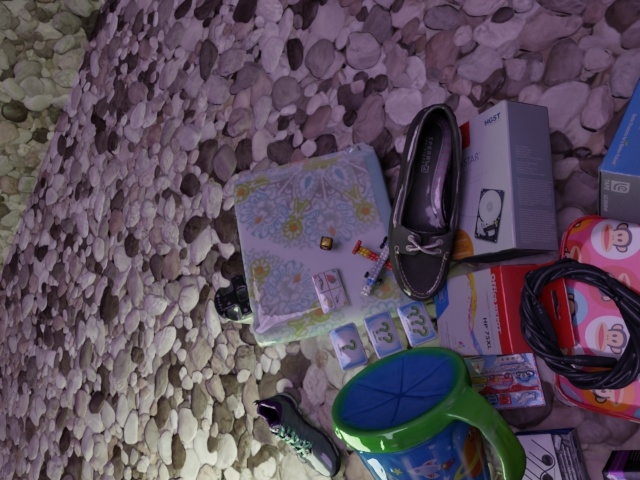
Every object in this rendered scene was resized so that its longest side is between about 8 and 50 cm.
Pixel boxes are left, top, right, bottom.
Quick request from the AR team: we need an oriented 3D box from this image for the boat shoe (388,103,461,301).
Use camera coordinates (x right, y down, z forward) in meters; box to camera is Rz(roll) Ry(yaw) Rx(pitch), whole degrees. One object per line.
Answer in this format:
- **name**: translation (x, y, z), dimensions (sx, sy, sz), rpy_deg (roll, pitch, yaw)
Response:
- **boat shoe**: translation (0.174, -0.062, 0.846), dimensions (0.112, 0.095, 0.336), rpy_deg (5, 91, 8)

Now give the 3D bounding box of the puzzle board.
- **puzzle board**: translation (0.313, 0.242, 0.878), dimensions (0.128, 0.011, 0.097), rpy_deg (-19, 72, 33)

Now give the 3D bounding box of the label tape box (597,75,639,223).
- **label tape box**: translation (0.558, -0.113, 0.623), dimensions (0.333, 0.106, 0.241), rpy_deg (17, 62, 38)

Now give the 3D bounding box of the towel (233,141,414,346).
- **towel**: translation (0.000, 0.000, 1.027), dimensions (0.320, 0.090, 0.375), rpy_deg (-14, 69, 6)

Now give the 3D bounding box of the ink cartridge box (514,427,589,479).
- **ink cartridge box**: translation (0.371, 0.406, 0.786), dimensions (0.097, 0.046, 0.207), rpy_deg (-20, 71, 34)

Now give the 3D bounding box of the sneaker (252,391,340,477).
- **sneaker**: translation (-0.058, 0.420, 1.076), dimensions (0.223, 0.098, 0.083), rpy_deg (37, 105, 35)

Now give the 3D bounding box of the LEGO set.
- **LEGO set**: translation (0.084, 0.087, 0.908), dimensions (0.182, 0.060, 0.245), rpy_deg (-19, 74, -1)

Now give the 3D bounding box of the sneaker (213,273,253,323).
- **sneaker**: translation (-0.059, 0.098, 1.125), dimensions (0.330, 0.146, 0.123), rpy_deg (-20, 64, 7)

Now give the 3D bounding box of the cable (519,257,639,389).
- **cable**: translation (0.353, 0.110, 0.693), dimensions (0.184, 0.047, 0.151), rpy_deg (41, 101, 27)

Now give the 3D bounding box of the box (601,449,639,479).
- **box**: translation (0.475, 0.307, 0.678), dimensions (0.162, 0.116, 0.029), rpy_deg (-19, 74, 34)

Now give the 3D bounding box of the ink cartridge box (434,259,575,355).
- **ink cartridge box**: translation (0.281, 0.114, 0.813), dimensions (0.231, 0.077, 0.134), rpy_deg (147, 121, -65)

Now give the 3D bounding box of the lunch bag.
- **lunch bag**: translation (0.445, 0.108, 0.730), dimensions (0.258, 0.120, 0.294), rpy_deg (5, 86, 38)

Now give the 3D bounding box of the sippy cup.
- **sippy cup**: translation (0.165, 0.332, 0.831), dimensions (0.239, 0.305, 0.224), rpy_deg (-25, 101, -4)

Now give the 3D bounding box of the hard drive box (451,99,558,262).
- **hard drive box**: translation (0.290, -0.087, 0.848), dimensions (0.181, 0.089, 0.233), rpy_deg (154, 117, -68)
